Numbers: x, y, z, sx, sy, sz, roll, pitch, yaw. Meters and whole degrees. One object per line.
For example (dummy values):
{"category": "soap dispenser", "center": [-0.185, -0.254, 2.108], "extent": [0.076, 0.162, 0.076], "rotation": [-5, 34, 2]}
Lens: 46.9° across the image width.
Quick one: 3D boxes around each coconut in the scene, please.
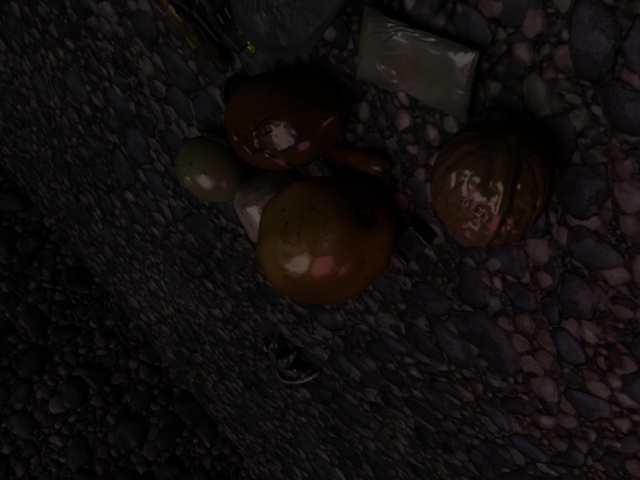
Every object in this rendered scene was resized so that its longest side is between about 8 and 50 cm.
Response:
{"category": "coconut", "center": [-0.109, -0.064, 1.718], "extent": [0.171, 0.171, 0.183], "rotation": [-5, 118, 54]}

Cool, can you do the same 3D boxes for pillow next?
{"category": "pillow", "center": [0.160, -0.295, 1.233], "extent": [0.229, 0.050, 0.148], "rotation": [29, 149, 24]}

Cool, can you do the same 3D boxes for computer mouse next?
{"category": "computer mouse", "center": [-0.011, -0.447, 1.206], "extent": [0.188, 0.122, 0.371], "rotation": [50, 143, -9]}

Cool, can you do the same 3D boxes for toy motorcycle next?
{"category": "toy motorcycle", "center": [-0.221, -0.496, 1.381], "extent": [0.200, 0.191, 0.326], "rotation": [38, 167, 31]}

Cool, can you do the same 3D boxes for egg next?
{"category": "egg", "center": [-0.263, -0.174, 1.796], "extent": [0.201, 0.164, 0.164], "rotation": [33, 147, 26]}

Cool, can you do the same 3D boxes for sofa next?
{"category": "sofa", "center": [0.191, 0.004, 1.541], "extent": [0.060, 0.039, 0.118], "rotation": [45, 150, 3]}

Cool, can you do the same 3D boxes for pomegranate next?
{"category": "pomegranate", "center": [0.016, -0.004, 1.524], "extent": [0.307, 0.307, 0.307], "rotation": [32, 146, 25]}

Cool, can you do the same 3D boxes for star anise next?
{"category": "star anise", "center": [-0.109, 0.395, 2.327], "extent": [0.262, 0.081, 0.230], "rotation": [21, 130, 41]}

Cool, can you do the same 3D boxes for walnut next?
{"category": "walnut", "center": [0.276, -0.095, 1.185], "extent": [0.213, 0.213, 0.213], "rotation": [32, 146, 25]}
{"category": "walnut", "center": [-0.072, -0.233, 1.452], "extent": [0.297, 0.203, 0.203], "rotation": [5, 129, 52]}

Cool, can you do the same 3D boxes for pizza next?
{"category": "pizza", "center": [-0.276, -0.448, 1.521], "extent": [0.181, 0.034, 0.262], "rotation": [49, -179, 14]}

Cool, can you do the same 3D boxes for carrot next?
{"category": "carrot", "center": [0.063, -0.168, 1.502], "extent": [0.191, 0.047, 0.047], "rotation": [19, 139, 40]}

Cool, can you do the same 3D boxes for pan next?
{"category": "pan", "center": [-0.137, -0.278, 1.628], "extent": [0.212, 0.040, 0.115], "rotation": [50, 149, 11]}
